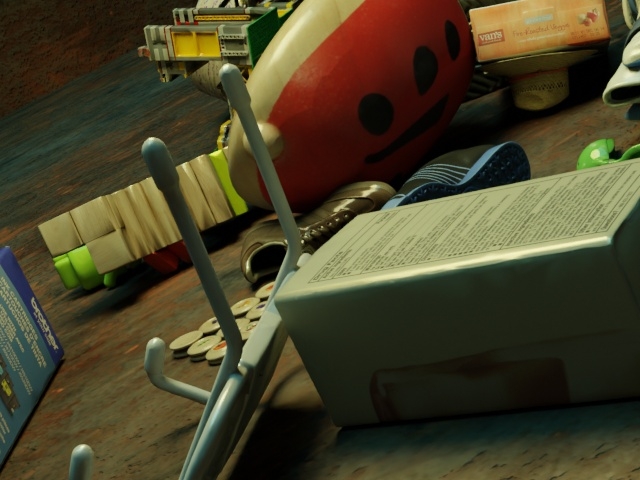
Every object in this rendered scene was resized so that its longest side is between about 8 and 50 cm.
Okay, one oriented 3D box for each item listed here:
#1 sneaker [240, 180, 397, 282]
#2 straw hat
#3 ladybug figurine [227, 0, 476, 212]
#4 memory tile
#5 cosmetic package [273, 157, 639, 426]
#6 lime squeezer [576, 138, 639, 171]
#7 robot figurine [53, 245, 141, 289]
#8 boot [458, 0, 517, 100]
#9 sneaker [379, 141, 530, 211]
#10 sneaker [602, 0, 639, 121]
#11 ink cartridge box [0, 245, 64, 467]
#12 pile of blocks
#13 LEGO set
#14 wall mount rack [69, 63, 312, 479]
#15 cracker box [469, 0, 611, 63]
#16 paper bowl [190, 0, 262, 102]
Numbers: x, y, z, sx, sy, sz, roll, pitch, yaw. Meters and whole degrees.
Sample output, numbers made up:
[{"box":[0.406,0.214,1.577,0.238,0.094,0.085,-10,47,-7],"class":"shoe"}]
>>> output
[{"box":[0.000,0.000,1.671,0.188,0.066,0.071,-22,32,25],"class":"sneaker"},{"box":[0.258,-0.183,1.856,0.144,0.061,0.144,-8,2,0],"class":"straw hat"},{"box":[0.050,-0.168,1.798,0.162,0.305,0.449,28,36,15],"class":"ladybug figurine"},{"box":[-0.072,0.079,1.577,0.148,0.012,0.113,-32,18,-26],"class":"memory tile"},{"box":[0.135,0.042,1.193,0.296,0.129,0.153,-10,23,38],"class":"cosmetic package"},{"box":[0.307,-0.063,1.460,0.110,0.059,0.310,3,4,-22],"class":"lime squeezer"},{"box":[-0.270,0.018,1.953,0.115,0.067,0.101,-25,22,-7],"class":"robot figurine"},{"box":[0.141,-0.270,2.186,0.348,0.131,0.260,-18,17,20],"class":"boot"},{"box":[0.113,-0.031,1.565,0.090,0.081,0.232,-11,13,46],"class":"sneaker"},{"box":[0.356,-0.228,1.671,0.236,0.130,0.323,-31,35,-22],"class":"sneaker"},{"box":[-0.435,0.152,1.616,0.270,0.151,0.395,-21,15,11],"class":"ink cartridge box"},{"box":[-0.167,-0.029,1.912,0.362,0.113,0.149,-24,1,-29],"class":"pile of blocks"},{"box":[-0.124,-0.249,2.276,0.192,0.255,0.331,3,34,25],"class":"LEGO set"},{"box":[-0.088,0.045,1.237,0.130,0.304,0.350,21,24,3],"class":"wall mount rack"},{"box":[0.268,-0.251,1.908,0.155,0.067,0.232,-9,0,10],"class":"cracker box"},{"box":[-0.084,-0.348,2.548,0.148,0.284,0.284,23,36,18],"class":"paper bowl"}]
